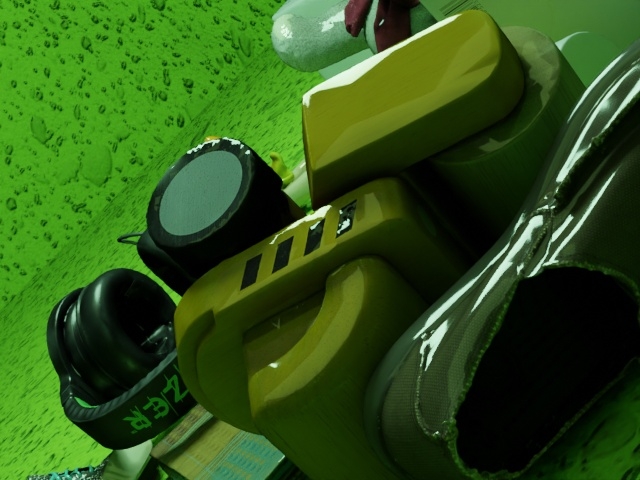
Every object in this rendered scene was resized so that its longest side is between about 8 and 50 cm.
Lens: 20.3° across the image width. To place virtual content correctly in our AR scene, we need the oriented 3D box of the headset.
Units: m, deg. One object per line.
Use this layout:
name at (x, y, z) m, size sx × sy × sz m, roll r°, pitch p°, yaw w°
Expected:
headset at (-0.131, 0.069, 1.726) m, size 0.243 × 0.185 × 0.394 m, roll -43°, pitch 23°, yaw 11°

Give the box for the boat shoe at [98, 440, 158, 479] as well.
boat shoe at (-0.193, 0.239, 1.633) m, size 0.049 × 0.042 × 0.133 m, roll 22°, pitch 59°, yaw 28°

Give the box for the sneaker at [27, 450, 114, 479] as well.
sneaker at (-0.240, 0.241, 1.682) m, size 0.166 × 0.076 × 0.065 m, roll -45°, pitch 13°, yaw -11°

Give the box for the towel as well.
towel at (-0.011, 0.119, 1.482) m, size 0.271 × 0.040 × 0.370 m, roll -44°, pitch 10°, yaw -11°

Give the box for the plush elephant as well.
plush elephant at (0.098, -0.291, 1.928) m, size 0.330 × 0.255 × 0.272 m, roll -30°, pitch 48°, yaw -1°

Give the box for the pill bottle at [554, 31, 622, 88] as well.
pill bottle at (0.157, -0.083, 1.446) m, size 0.208 × 0.119 × 0.119 m, roll -29°, pitch 18°, yaw 47°

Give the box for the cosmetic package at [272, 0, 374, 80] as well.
cosmetic package at (0.148, -0.355, 2.298) m, size 0.230 × 0.161 × 0.453 m, roll -49°, pitch 13°, yaw -26°

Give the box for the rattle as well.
rattle at (-0.011, -0.133, 2.109) m, size 0.200 × 0.142 × 0.130 m, roll -43°, pitch -8°, yaw 26°

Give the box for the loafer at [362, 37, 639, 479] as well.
loafer at (0.180, 0.016, 1.063) m, size 0.366 × 0.134 × 0.130 m, roll -53°, pitch 17°, yaw -1°

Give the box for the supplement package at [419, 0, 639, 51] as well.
supplement package at (0.204, -0.257, 1.549) m, size 0.204 × 0.262 × 0.145 m, roll -31°, pitch 18°, yaw 42°

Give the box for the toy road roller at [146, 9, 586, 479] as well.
toy road roller at (0.057, 0.030, 1.199) m, size 0.330 × 0.202 × 0.240 m, roll -28°, pitch 43°, yaw 17°
